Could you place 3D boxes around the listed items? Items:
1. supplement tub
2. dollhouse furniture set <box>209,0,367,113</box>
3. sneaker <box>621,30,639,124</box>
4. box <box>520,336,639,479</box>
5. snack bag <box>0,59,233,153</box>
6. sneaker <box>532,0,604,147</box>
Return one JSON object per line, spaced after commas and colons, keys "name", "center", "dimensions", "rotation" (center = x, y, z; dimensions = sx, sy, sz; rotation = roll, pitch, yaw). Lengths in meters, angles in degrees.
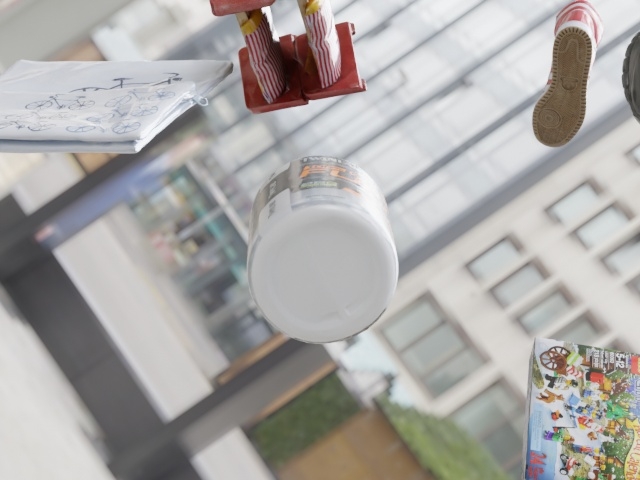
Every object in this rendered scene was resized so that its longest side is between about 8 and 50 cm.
{"name": "supplement tub", "center": [0.000, 0.000, 2.425], "dimensions": [0.194, 0.193, 0.316], "rotation": [56, 7, -15]}
{"name": "dollhouse furniture set", "center": [-0.060, -0.367, 2.285], "dimensions": [0.201, 0.152, 0.374], "rotation": [71, 8, -54]}
{"name": "sneaker", "center": [0.432, -0.236, 2.020], "dimensions": [0.109, 0.286, 0.130], "rotation": [38, -23, -12]}
{"name": "box", "center": [0.327, 0.226, 2.214], "dimensions": [0.233, 0.159, 0.044], "rotation": [-79, 177, -46]}
{"name": "snack bag", "center": [-0.291, -0.169, 2.176], "dimensions": [0.342, 0.323, 0.037], "rotation": [-48, 135, -62]}
{"name": "sneaker", "center": [0.199, -0.136, 1.472], "dimensions": [0.067, 0.042, 0.118], "rotation": [-69, 171, -50]}
